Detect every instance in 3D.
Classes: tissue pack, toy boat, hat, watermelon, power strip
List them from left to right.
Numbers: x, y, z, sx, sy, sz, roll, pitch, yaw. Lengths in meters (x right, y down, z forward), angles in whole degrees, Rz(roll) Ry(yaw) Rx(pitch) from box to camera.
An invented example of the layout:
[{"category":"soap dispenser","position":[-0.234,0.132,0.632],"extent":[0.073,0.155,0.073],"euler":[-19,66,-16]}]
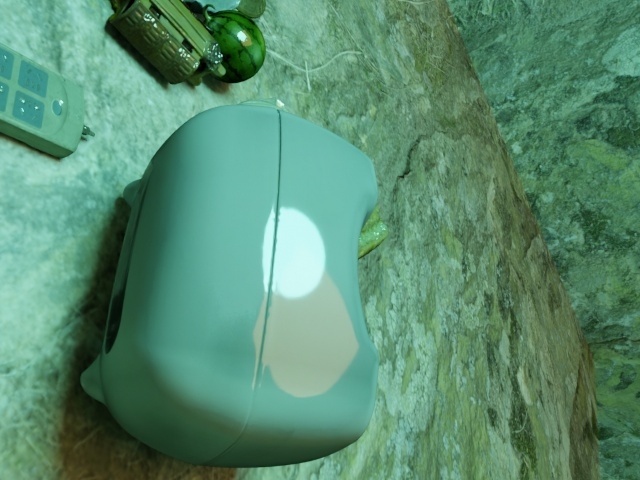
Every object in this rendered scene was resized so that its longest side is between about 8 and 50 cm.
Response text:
[{"category":"power strip","position":[-0.298,-0.143,0.551],"extent":[0.227,0.029,0.080],"euler":[26,52,-52]},{"category":"toy boat","position":[-0.208,-0.271,0.739],"extent":[0.226,0.068,0.088],"euler":[44,47,-40]},{"category":"watermelon","position":[-0.129,-0.272,0.845],"extent":[0.109,0.109,0.109],"euler":[36,45,-46]},{"category":"tissue pack","position":[-0.083,0.039,0.594],"extent":[0.236,0.229,0.333],"euler":[14,59,-21]},{"category":"hat","position":[-0.112,-0.449,0.999],"extent":[0.146,0.067,0.146],"euler":[36,44,-45]}]

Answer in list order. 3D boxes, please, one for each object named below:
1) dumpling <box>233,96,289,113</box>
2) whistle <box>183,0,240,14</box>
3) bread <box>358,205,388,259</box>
[{"category":"dumpling","position":[-0.094,-0.121,0.837],"extent":[0.169,0.100,0.134],"euler":[-98,-167,-62]},{"category":"whistle","position":[-0.178,-0.520,0.800],"extent":[0.405,0.188,0.168],"euler":[64,30,-9]},{"category":"bread","position":[0.000,0.000,0.864],"extent":[0.102,0.138,0.196],"euler":[60,30,1]}]
